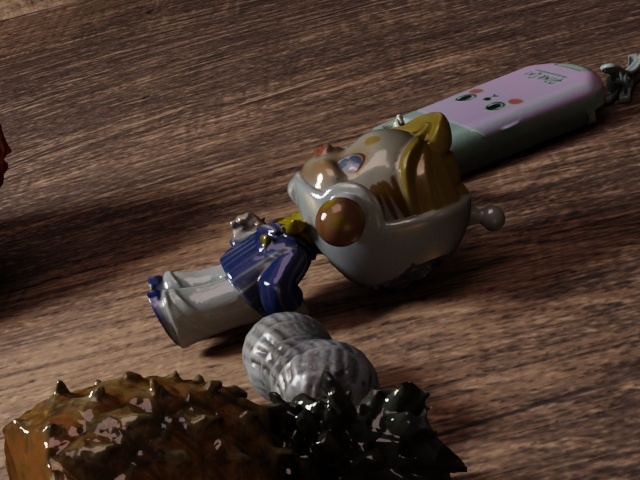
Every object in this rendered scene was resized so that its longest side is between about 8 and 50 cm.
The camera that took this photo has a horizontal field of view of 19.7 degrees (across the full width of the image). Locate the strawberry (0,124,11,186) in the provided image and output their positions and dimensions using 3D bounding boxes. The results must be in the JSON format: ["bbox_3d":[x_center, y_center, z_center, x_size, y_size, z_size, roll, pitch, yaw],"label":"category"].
[{"bbox_3d":[-0.468,-0.032,1.774,0.317,0.295,0.345,-43,-4,-23],"label":"strawberry"}]

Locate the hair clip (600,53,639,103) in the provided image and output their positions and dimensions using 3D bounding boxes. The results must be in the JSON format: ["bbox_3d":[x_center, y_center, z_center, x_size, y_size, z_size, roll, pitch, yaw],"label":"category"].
[{"bbox_3d":[0.304,-0.171,1.823,0.030,0.039,0.115,0,22,25],"label":"hair clip"}]

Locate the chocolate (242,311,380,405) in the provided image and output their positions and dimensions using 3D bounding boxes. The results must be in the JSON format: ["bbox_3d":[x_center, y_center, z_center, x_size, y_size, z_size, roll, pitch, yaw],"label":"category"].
[{"bbox_3d":[-0.007,0.095,1.281,0.072,0.072,0.167,-20,18,-13],"label":"chocolate"}]

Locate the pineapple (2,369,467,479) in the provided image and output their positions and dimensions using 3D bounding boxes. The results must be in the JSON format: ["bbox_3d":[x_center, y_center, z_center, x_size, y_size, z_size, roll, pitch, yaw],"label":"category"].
[{"bbox_3d":[-0.040,0.144,1.088,0.278,0.158,0.158,-9,17,-17],"label":"pineapple"}]

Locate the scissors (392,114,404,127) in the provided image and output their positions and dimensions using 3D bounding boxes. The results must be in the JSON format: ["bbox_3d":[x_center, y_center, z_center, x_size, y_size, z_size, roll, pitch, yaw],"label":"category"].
[{"bbox_3d":[0.062,-0.066,1.605,0.085,0.022,0.176,-17,-20,-8],"label":"scissors"}]

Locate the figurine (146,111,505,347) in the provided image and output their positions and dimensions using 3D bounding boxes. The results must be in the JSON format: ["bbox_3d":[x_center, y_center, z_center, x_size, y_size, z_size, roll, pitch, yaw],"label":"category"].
[{"bbox_3d":[-0.002,0.004,1.465,0.274,0.133,0.194,-33,12,-18],"label":"figurine"}]

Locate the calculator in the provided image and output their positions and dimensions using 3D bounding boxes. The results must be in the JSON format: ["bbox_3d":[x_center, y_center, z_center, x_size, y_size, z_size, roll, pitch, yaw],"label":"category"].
[{"bbox_3d":[0.155,-0.110,1.761,0.246,0.045,0.141,-22,20,-16],"label":"calculator"}]
